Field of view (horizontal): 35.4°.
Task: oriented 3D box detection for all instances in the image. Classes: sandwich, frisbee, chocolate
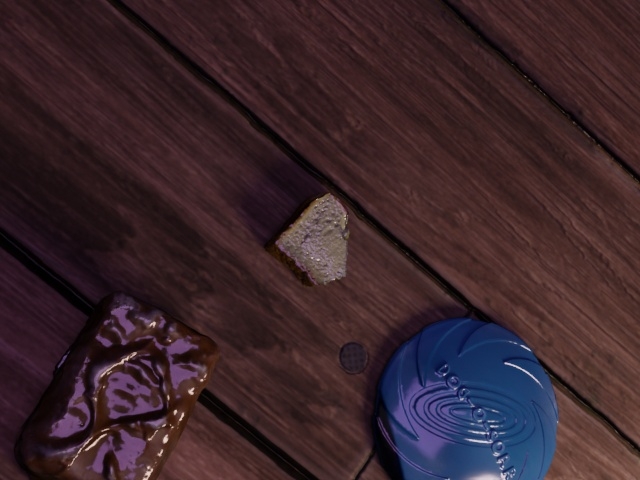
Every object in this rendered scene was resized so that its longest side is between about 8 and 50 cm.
[{"bbox_3d":[0.000,0.000,1.150,0.093,0.036,0.105,41,71,-8],"label":"sandwich"},{"bbox_3d":[0.178,0.210,1.176,0.242,0.045,0.242,3,80,-17],"label":"frisbee"},{"bbox_3d":[-0.209,0.170,1.027,0.148,0.093,0.214,29,74,-11],"label":"chocolate"}]
